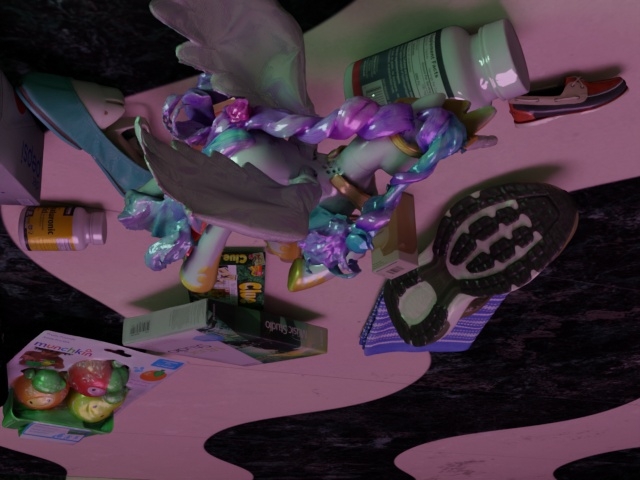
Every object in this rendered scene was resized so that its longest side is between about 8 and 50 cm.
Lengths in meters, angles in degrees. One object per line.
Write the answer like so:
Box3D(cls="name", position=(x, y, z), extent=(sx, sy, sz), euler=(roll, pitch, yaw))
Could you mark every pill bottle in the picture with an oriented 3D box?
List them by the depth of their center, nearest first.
Box3D(cls="pill bottle", position=(0.126, -0.169, 0.913), extent=(0.180, 0.108, 0.108), euler=(-15, 151, 25))
Box3D(cls="pill bottle", position=(-0.373, -0.017, 1.233), extent=(0.116, 0.065, 0.065), euler=(0, 154, -4))

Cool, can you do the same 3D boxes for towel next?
Box3D(cls="towel", position=(0.215, 0.155, 1.650), extent=(0.243, 0.040, 0.336), euler=(0, 153, -6))

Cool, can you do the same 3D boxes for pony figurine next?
Box3D(cls="pony figurine", position=(-0.053, -0.078, 0.842), extent=(0.350, 0.303, 0.363), euler=(18, 145, -30))

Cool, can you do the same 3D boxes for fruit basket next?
Box3D(cls="fruit basket", position=(-0.504, 0.304, 1.766), extent=(0.327, 0.166, 0.353), euler=(21, 142, -38))

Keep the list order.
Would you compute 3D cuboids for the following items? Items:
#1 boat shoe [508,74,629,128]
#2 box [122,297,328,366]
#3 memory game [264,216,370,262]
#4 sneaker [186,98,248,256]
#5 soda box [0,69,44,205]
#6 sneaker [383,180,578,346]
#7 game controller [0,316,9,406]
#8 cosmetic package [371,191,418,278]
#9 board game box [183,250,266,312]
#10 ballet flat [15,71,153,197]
Box3D(cls="boat shoe", position=(0.289, -0.170, 0.995), extent=(0.137, 0.049, 0.043), euler=(-13, 113, 21))
Box3D(cls="box", position=(-0.174, 0.181, 1.600), extent=(0.232, 0.059, 0.322), euler=(-15, 158, 38))
Box3D(cls="memory game", position=(0.000, 0.000, 1.351), extent=(0.186, 0.012, 0.186), euler=(-1, 154, -1))
Box3D(cls="sneaker", position=(-0.119, -0.077, 1.050), extent=(0.115, 0.136, 0.314), euler=(9, 151, -22))
Box3D(cls="soda box", position=(-0.375, -0.116, 0.921), extent=(0.091, 0.098, 0.286), euler=(1, 169, -6))
Box3D(cls="sneaker", position=(0.262, 0.018, 1.326), extent=(0.182, 0.158, 0.410), euler=(-22, 167, -38))
Box3D(cls="game controller", position=(-0.673, 0.210, 1.582), extent=(0.166, 0.067, 0.319), euler=(8, 136, -9))
Box3D(cls="cosmetic package", position=(0.105, -0.009, 1.225), extent=(0.041, 0.115, 0.060), euler=(20, 145, -35))
Box3D(cls="board game box", position=(-0.164, 0.082, 1.482), extent=(0.136, 0.030, 0.260), euler=(-2, 155, -5))
Box3D(cls="ballet flat", position=(-0.256, -0.137, 1.004), extent=(0.087, 0.083, 0.247), euler=(-31, 149, 3))
